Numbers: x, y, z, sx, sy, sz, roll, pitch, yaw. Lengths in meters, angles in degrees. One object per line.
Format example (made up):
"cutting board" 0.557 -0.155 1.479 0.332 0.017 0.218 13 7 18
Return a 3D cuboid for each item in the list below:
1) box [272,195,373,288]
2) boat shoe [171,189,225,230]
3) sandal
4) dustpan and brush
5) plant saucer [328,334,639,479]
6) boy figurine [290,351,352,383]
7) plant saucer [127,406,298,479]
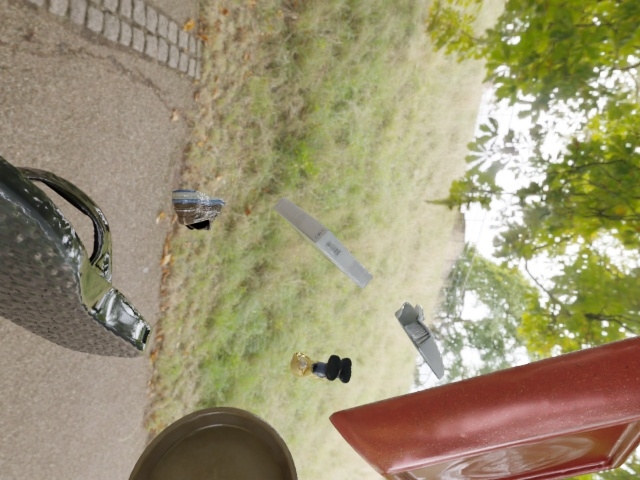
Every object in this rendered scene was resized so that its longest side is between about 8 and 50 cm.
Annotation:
"box" 0.000 0.000 1.287 0.232 0.058 0.322 46 -3 -34
"boat shoe" -0.226 -0.051 0.792 0.183 0.066 0.066 1 91 -83
"sandal" -0.294 0.021 0.463 0.446 0.168 0.107 105 -8 -60
"dustpan and brush" 0.200 0.173 0.875 0.147 0.060 0.211 56 3 -4
"plant saucer" 0.170 0.185 0.391 0.258 0.259 0.047 59 18 -48
"boy figurine" -0.009 0.431 1.458 0.285 0.177 0.092 -17 -122 57
"plant saucer" -0.172 0.413 0.688 0.041 0.278 0.278 93 3 -54
